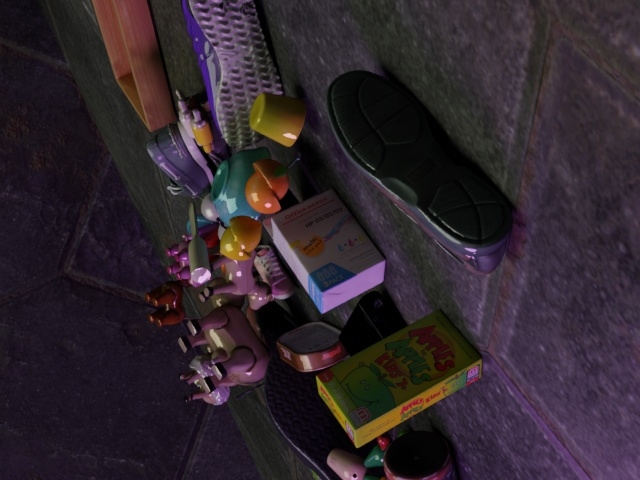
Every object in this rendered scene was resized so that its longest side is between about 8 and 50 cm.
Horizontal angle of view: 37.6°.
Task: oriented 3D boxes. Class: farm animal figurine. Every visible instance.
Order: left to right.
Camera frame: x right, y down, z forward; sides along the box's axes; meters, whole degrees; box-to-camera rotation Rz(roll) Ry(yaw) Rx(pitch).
[{"bbox_3d":[-0.183,0.142,1.827,0.330,0.172,0.327,-28,82,54],"label":"farm animal figurine"}]

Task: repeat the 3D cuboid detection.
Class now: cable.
[{"bbox_3d":[-0.213,-0.167,1.813,0.139,0.072,0.287,-126,17,-49],"label":"cable"}]

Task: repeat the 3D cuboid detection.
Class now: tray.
[{"bbox_3d":[-0.410,-0.446,1.996,0.203,0.076,0.411,54,161,33],"label":"tray"}]

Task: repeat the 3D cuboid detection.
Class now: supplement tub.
[{"bbox_3d":[0.163,0.393,1.439,0.106,0.106,0.198,42,153,53],"label":"supplement tub"}]

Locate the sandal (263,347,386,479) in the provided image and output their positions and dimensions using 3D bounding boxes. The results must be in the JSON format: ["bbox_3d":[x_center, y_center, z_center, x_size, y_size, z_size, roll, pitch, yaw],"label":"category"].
[{"bbox_3d":[0.032,0.382,1.709,0.446,0.167,0.107,55,156,22],"label":"sandal"}]

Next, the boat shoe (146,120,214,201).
[{"bbox_3d":[-0.281,-0.149,1.942,0.319,0.099,0.116,78,167,-72],"label":"boat shoe"}]

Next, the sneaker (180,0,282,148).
[{"bbox_3d":[-0.135,-0.281,1.360,0.146,0.102,0.293,-125,20,-49],"label":"sneaker"}]

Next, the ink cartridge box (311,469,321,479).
[{"bbox_3d":[0.051,0.476,1.950,0.255,0.097,0.189,42,154,57],"label":"ink cartridge box"}]

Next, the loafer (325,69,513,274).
[{"bbox_3d":[0.092,-0.066,0.970,0.267,0.096,0.084,52,166,30],"label":"loafer"}]

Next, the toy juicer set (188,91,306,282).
[{"bbox_3d":[-0.108,-0.043,1.349,0.329,0.089,0.209,-47,35,47],"label":"toy juicer set"}]

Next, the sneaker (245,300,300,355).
[{"bbox_3d":[-0.059,0.213,1.877,0.276,0.097,0.135,56,163,20],"label":"sneaker"}]

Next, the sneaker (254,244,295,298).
[{"bbox_3d":[-0.097,0.057,1.831,0.134,0.051,0.070,51,165,51],"label":"sneaker"}]

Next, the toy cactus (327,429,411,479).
[{"bbox_3d":[0.080,0.407,1.567,0.180,0.112,0.219,23,108,39],"label":"toy cactus"}]

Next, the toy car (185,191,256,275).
[{"bbox_3d":[-0.212,0.000,1.953,0.182,0.136,0.159,52,161,35],"label":"toy car"}]

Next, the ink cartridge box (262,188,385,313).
[{"bbox_3d":[0.000,0.000,1.334,0.181,0.104,0.062,54,162,29],"label":"ink cartridge box"}]

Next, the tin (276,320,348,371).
[{"bbox_3d":[-0.013,0.185,1.676,0.189,0.106,0.040,14,121,69],"label":"tin"}]

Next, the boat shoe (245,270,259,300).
[{"bbox_3d":[-0.157,0.070,2.053,0.152,0.049,0.056,62,146,21],"label":"boat shoe"}]

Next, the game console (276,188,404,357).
[{"bbox_3d":[0.025,0.076,1.444,0.361,0.044,0.213,55,163,13],"label":"game console"}]

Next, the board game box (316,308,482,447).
[{"bbox_3d":[0.096,0.166,1.148,0.092,0.181,0.043,51,160,38],"label":"board game box"}]
